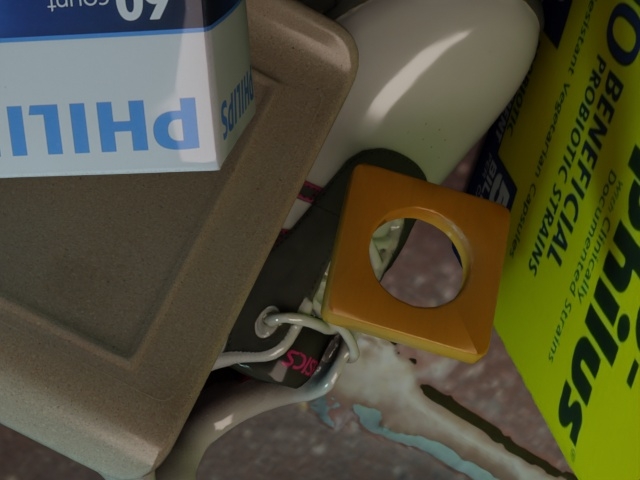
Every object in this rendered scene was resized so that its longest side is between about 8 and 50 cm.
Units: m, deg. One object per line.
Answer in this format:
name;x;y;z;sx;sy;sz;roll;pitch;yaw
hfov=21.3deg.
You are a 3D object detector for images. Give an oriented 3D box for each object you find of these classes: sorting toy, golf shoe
sorting toy;-0.100;-0.030;0.619;0.348;0.196;0.047;27;153;-2
golf shoe;0.000;0.000;0.704;0.273;0.120;0.105;-44;136;14

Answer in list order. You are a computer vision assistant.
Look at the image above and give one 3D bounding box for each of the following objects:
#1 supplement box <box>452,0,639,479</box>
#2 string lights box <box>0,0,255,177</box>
supplement box;0.204;0.017;0.632;0.195;0.356;0.194;5;118;-17
string lights box;-0.097;-0.151;0.498;0.133;0.077;0.259;-3;107;6
